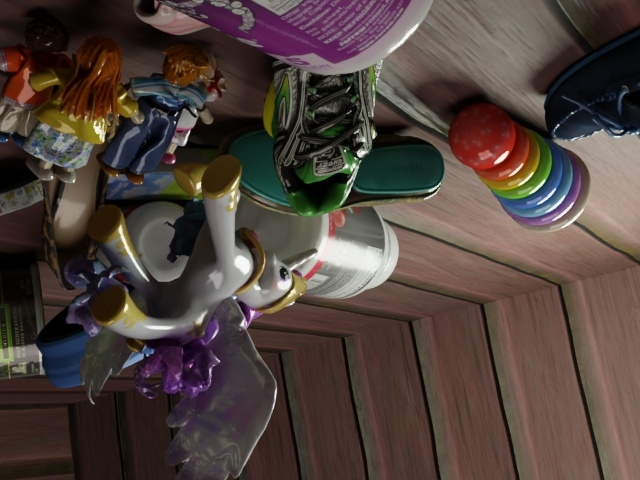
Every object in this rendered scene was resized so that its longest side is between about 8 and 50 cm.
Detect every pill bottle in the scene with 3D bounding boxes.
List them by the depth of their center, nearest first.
[{"bbox_3d":[-0.055,-0.222,0.613,0.169,0.169,0.301,-18,163,30],"label":"pill bottle"},{"bbox_3d":[-0.264,0.007,1.409,0.121,0.121,0.221,-2,180,-28],"label":"pill bottle"},{"bbox_3d":[0.000,0.000,1.519,0.176,0.176,0.318,-17,164,26],"label":"pill bottle"}]

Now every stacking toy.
[{"bbox_3d":[0.276,-0.109,1.388,0.141,0.141,0.330,-17,160,28],"label":"stacking toy"}]

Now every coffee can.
[{"bbox_3d":[-0.615,0.147,1.638,0.275,0.202,0.201,-6,166,-19],"label":"coffee can"}]

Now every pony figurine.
[{"bbox_3d":[-0.159,0.086,1.172,0.351,0.303,0.363,-50,151,-8],"label":"pony figurine"}]

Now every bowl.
[{"bbox_3d":[-0.279,0.094,1.552,0.391,0.077,0.391,-26,-167,6],"label":"bowl"}]

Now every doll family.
[{"bbox_3d":[-0.187,-0.130,0.936,0.263,0.118,0.163,3,134,-41],"label":"doll family"}]

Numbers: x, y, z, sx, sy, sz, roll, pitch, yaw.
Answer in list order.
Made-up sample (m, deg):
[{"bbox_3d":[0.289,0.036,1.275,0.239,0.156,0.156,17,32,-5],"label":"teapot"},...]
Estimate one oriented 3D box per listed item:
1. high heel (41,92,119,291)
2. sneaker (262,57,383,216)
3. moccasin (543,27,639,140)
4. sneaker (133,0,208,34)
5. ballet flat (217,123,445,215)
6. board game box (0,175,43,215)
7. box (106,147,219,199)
[{"bbox_3d":[-0.273,-0.055,1.087,0.093,0.186,0.261,-1,164,-18],"label":"high heel"},{"bbox_3d":[0.014,-0.147,0.950,0.134,0.146,0.343,-8,151,-6],"label":"sneaker"},{"bbox_3d":[0.395,-0.184,1.176,0.137,0.117,0.342,-3,165,-24],"label":"moccasin"},{"bbox_3d":[-0.105,-0.217,0.841,0.134,0.051,0.070,-13,172,30],"label":"sneaker"},{"bbox_3d":[0.006,-0.093,1.311,0.348,0.123,0.123,-2,164,-29],"label":"ballet flat"},{"bbox_3d":[-0.414,-0.052,1.250,0.154,0.026,0.103,-15,-166,22],"label":"board game box"},{"bbox_3d":[-0.215,-0.088,1.298,0.178,0.042,0.109,-2,164,-29],"label":"box"}]
